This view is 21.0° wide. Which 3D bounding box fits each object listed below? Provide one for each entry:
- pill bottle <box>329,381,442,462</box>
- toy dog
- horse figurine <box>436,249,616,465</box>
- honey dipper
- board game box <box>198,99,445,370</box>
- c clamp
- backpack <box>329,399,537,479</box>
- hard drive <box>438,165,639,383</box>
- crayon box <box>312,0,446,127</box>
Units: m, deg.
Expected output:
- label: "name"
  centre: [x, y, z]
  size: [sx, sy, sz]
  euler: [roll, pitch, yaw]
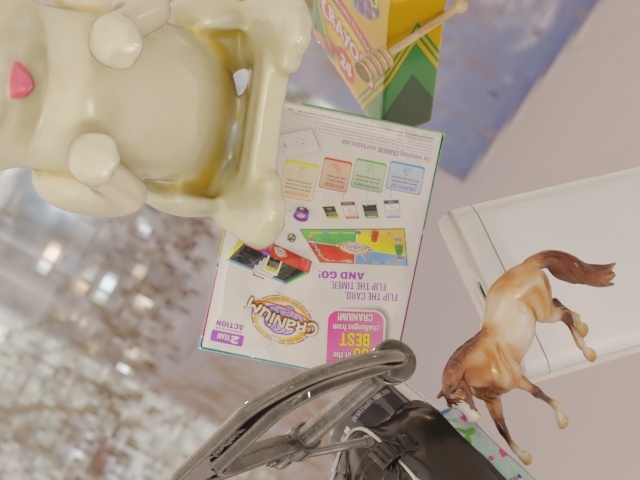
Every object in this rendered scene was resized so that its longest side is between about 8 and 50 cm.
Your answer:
- label: "pill bottle"
  centre: [0.130, 0.270, 1.947]
  size: [0.246, 0.130, 0.130]
  euler: [38, -79, 40]
- label: "toy dog"
  centre: [-0.267, -0.179, 1.874]
  size: [0.395, 0.408, 0.284]
  euler: [36, -64, 53]
- label: "horse figurine"
  centre: [0.214, 0.104, 1.797]
  size: [0.066, 0.174, 0.263]
  euler: [-6, -133, 51]
- label: "honey dipper"
  centre: [0.109, -0.236, 2.006]
  size: [0.161, 0.030, 0.030]
  euler: [-35, -179, -20]
- label: "board game box"
  centre: [0.000, 0.000, 2.086]
  size: [0.064, 0.242, 0.316]
  euler: [-163, -94, -88]
- label: "c clamp"
  centre: [-0.005, 0.084, 0.842]
  size: [0.022, 0.137, 0.160]
  euler: [66, -30, 17]
- label: "backpack"
  centre: [0.106, 0.308, 1.739]
  size: [0.191, 0.225, 0.253]
  euler: [-15, 137, -45]
- label: "hard drive"
  centre: [0.345, 0.035, 2.161]
  size: [0.233, 0.353, 0.047]
  euler: [66, -31, 19]
- label: "crayon box"
  centre: [0.069, -0.300, 2.113]
  size: [0.081, 0.202, 0.318]
  euler: [-21, 148, -16]
